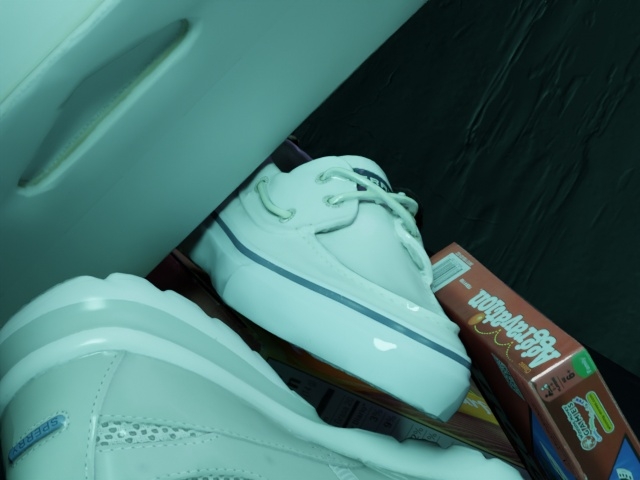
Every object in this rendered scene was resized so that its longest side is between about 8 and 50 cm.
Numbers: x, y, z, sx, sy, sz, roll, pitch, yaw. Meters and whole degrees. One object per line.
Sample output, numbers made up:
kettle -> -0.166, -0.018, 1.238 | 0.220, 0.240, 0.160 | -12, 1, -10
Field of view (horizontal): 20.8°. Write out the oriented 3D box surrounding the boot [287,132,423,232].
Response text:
boot -> -0.079, -0.028, 0.987 | 0.260, 0.131, 0.348 | 31, 5, 11

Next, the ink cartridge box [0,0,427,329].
ink cartridge box -> -0.177, -0.157, 0.724 | 0.385, 0.279, 0.160 | 48, 5, 28

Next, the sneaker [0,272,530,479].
sneaker -> -0.002, 0.126, 0.611 | 0.281, 0.105, 0.115 | 29, 36, -29

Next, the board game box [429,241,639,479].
board game box -> 0.131, 0.136, 0.700 | 0.281, 0.027, 0.145 | 58, -3, -19

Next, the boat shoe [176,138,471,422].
boat shoe -> 0.000, 0.000, 0.690 | 0.083, 0.076, 0.226 | 29, 1, -30

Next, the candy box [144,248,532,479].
candy box -> 0.039, 0.104, 0.874 | 0.316, 0.088, 0.183 | 25, 7, -32
